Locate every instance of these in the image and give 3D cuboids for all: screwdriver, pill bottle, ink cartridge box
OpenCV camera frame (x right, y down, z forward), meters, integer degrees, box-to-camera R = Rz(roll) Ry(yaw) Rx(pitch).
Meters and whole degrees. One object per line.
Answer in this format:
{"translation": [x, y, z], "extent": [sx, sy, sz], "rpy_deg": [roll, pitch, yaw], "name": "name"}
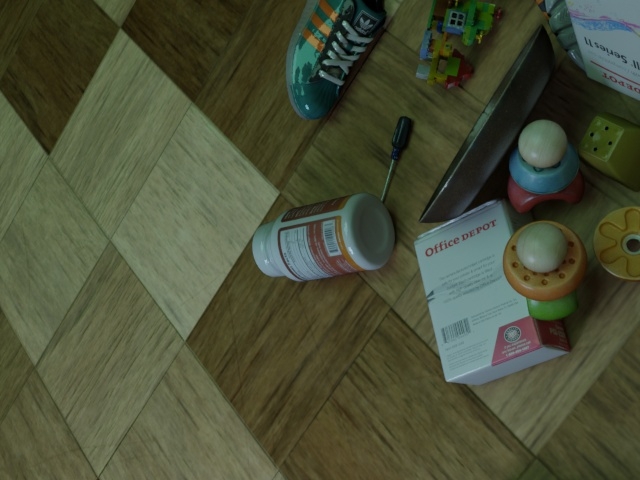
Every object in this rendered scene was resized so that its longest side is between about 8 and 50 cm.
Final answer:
{"translation": [0.113, -0.114, 1.641], "extent": [0.025, 0.024, 0.169], "rpy_deg": [-165, 89, -72], "name": "screwdriver"}
{"translation": [0.000, 0.000, 1.644], "extent": [0.216, 0.121, 0.121], "rpy_deg": [-11, 72, 40], "name": "pill bottle"}
{"translation": [0.398, -0.258, 1.191], "extent": [0.119, 0.353, 0.207], "rpy_deg": [-45, 48, -9], "name": "ink cartridge box"}
{"translation": [0.233, 0.073, 1.436], "extent": [0.159, 0.092, 0.217], "rpy_deg": [-27, 64, 34], "name": "ink cartridge box"}

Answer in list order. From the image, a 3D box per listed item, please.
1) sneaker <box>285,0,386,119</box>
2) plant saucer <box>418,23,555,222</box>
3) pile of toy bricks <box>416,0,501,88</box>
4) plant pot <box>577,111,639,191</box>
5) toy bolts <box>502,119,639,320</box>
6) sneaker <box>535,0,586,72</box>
{"translation": [0.034, -0.345, 1.713], "extent": [0.121, 0.108, 0.302], "rpy_deg": [11, 85, 47], "name": "sneaker"}
{"translation": [0.232, -0.145, 1.405], "extent": [0.050, 0.310, 0.310], "rpy_deg": [33, 104, 2], "name": "plant saucer"}
{"translation": [0.219, -0.342, 1.568], "extent": [0.105, 0.118, 0.212], "rpy_deg": [13, 74, 5], "name": "pile of toy bricks"}
{"translation": [0.385, -0.123, 1.358], "extent": [0.081, 0.083, 0.081], "rpy_deg": [36, 103, 42], "name": "plant pot"}
{"translation": [0.320, -0.045, 1.293], "extent": [0.218, 0.158, 0.228], "rpy_deg": [-15, 64, 8], "name": "toy bolts"}
{"translation": [0.336, -0.365, 1.450], "extent": [0.125, 0.180, 0.321], "rpy_deg": [-27, 92, 3], "name": "sneaker"}
